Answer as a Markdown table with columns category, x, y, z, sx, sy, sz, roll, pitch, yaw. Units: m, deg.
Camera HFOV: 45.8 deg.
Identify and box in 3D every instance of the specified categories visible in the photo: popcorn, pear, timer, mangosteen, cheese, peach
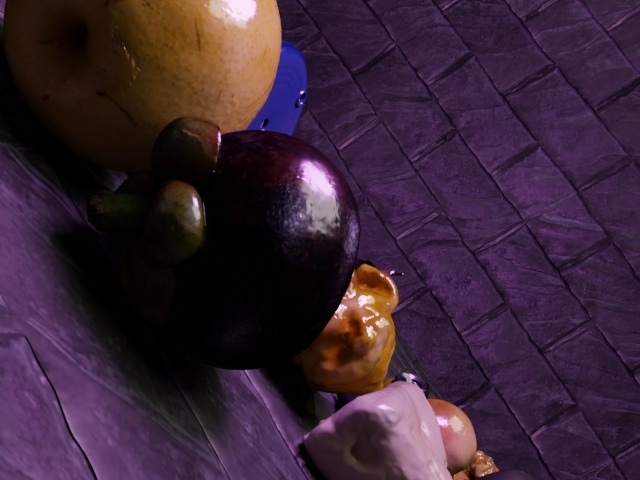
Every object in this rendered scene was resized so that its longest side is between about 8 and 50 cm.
| category | x | y | z | sx | sy | sz | roll | pitch | yaw |
| --- | --- | --- | --- | --- | --- | --- | --- | --- | --- |
| popcorn | 0.015 | 0.117 | 1.266 | 0.297 | 0.281 | 0.315 | 34 | -28 | 59 |
| pear | -0.222 | -0.256 | 0.972 | 0.348 | 0.348 | 0.348 | 55 | 7 | -10 |
| timer | -0.245 | -0.273 | 1.279 | 0.384 | 0.270 | 0.270 | 29 | -1 | 17 |
| mangosteen | -0.106 | 0.005 | 0.897 | 0.300 | 0.300 | 0.300 | 55 | 7 | -10 |
| cheese | 0.112 | 0.342 | 1.180 | 0.251 | 0.174 | 0.248 | 55 | 15 | 3 |
| peach | 0.255 | 0.445 | 1.708 | 0.184 | 0.184 | 0.184 | 55 | 7 | -10 |

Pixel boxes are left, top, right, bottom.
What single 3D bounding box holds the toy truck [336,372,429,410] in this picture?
| category | x | y | z | sx | sy | sz | roll | pitch | yaw |
| --- | --- | --- | --- | --- | --- | --- | --- | --- | --- |
| toy truck | 0.113 | 0.339 | 1.405 | 0.165 | 0.147 | 0.224 | 15 | 18 | -6 |

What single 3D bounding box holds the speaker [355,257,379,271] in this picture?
| category | x | y | z | sx | sy | sz | roll | pitch | yaw |
| --- | --- | --- | --- | --- | --- | --- | --- | --- | --- |
| speaker | 0.000 | 0.000 | 1.990 | 0.388 | 0.184 | 0.180 | 59 | 8 | 34 |

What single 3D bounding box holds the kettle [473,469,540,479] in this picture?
| category | x | y | z | sx | sy | sz | roll | pitch | yaw |
| --- | --- | --- | --- | --- | --- | --- | --- | --- | --- |
| kettle | 0.419 | 0.711 | 1.590 | 0.324 | 0.228 | 0.320 | -103 | -170 | -59 |

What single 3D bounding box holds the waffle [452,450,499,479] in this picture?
| category | x | y | z | sx | sy | sz | roll | pitch | yaw |
| --- | --- | --- | --- | --- | --- | --- | --- | --- | --- |
| waffle | 0.458 | 0.717 | 1.963 | 0.324 | 0.151 | 0.261 | 52 | 11 | -5 |
